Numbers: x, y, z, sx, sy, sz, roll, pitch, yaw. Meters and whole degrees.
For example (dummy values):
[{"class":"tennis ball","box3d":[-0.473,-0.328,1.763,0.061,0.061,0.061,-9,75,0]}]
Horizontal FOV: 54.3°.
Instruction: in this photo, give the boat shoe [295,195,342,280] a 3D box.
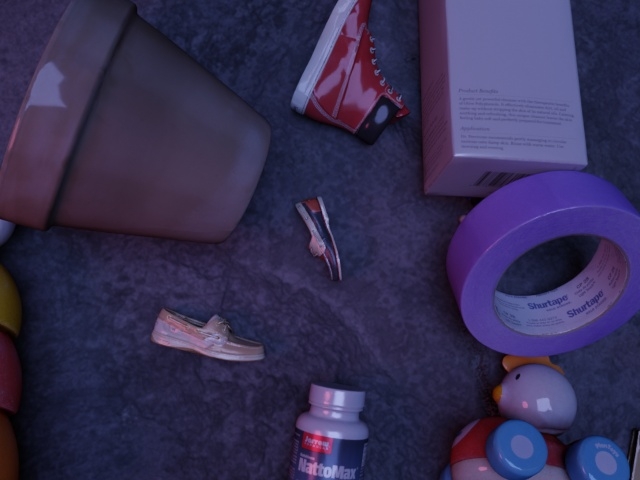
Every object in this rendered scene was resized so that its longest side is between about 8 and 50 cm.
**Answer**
[{"class":"boat shoe","box3d":[0.000,0.000,0.956,0.043,0.049,0.137,-17,84,-4]}]

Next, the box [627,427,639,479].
[{"class":"box","box3d":[0.578,0.400,0.988,0.201,0.021,0.164,14,83,-5]}]

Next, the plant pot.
[{"class":"plant pot","box3d":[-0.231,-0.132,0.842,0.280,0.323,0.323,21,82,-21]}]

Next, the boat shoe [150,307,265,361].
[{"class":"boat shoe","box3d":[-0.161,0.137,0.918,0.170,0.063,0.059,12,89,-4]}]

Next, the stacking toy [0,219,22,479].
[{"class":"stacking toy","box3d":[-0.499,0.121,0.807,0.351,0.350,0.479,12,65,-4]}]

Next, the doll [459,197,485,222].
[{"class":"doll","box3d":[0.263,-0.074,0.990,0.189,0.046,0.129,45,74,1]}]

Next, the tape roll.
[{"class":"tape roll","box3d":[0.323,0.040,0.883,0.275,0.090,0.274,-3,128,-4]}]

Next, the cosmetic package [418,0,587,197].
[{"class":"cosmetic package","box3d":[0.258,-0.258,0.929,0.197,0.155,0.365,4,73,-5]}]

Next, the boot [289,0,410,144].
[{"class":"boot","box3d":[0.079,-0.281,0.977,0.176,0.088,0.244,23,90,-3]}]

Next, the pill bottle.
[{"class":"pill bottle","box3d":[0.013,0.300,0.897,0.108,0.108,0.180,8,83,-5]}]

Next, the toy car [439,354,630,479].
[{"class":"toy car","box3d":[0.295,0.259,0.913,0.210,0.219,0.237,12,54,-4]}]
